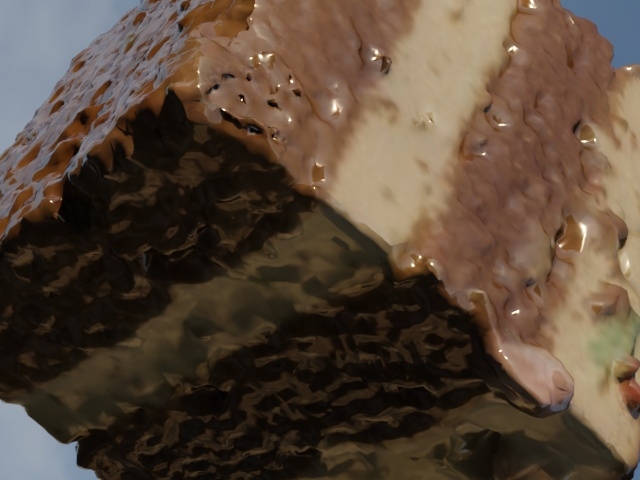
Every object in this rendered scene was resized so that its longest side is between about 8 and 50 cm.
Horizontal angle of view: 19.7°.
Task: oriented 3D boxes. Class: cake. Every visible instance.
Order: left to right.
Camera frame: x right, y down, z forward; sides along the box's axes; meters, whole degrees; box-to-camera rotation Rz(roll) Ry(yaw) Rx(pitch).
[{"bbox_3d":[0.000,0.000,0.913,0.290,0.256,0.282,45,-48,-17],"label":"cake"}]
